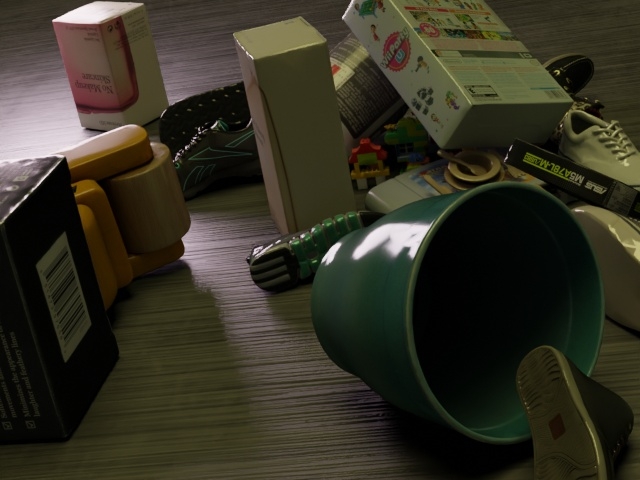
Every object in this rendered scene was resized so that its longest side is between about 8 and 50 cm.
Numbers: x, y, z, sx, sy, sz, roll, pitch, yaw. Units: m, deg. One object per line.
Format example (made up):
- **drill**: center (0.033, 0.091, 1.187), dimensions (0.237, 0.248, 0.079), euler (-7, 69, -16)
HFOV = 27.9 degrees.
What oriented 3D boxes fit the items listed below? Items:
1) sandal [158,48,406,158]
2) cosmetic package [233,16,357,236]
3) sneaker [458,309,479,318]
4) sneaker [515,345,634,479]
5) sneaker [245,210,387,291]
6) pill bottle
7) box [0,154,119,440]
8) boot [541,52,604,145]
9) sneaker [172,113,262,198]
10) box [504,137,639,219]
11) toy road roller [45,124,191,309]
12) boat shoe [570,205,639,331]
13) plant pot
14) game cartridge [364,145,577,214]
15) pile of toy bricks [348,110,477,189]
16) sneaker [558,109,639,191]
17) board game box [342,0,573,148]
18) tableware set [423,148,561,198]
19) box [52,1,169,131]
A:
- **sandal**: center (-0.065, -0.234, 2.288), dimensions (0.445, 0.168, 0.107), euler (-10, 0, 4)
- **cosmetic package**: center (-0.033, -0.155, 1.905), dimensions (0.113, 0.310, 0.160), euler (-16, 25, -9)
- **sneaker**: center (0.249, 0.088, 1.564), dimensions (0.162, 0.063, 0.073), euler (0, 24, 23)
- **sneaker**: center (0.273, 0.211, 1.273), dimensions (0.083, 0.118, 0.222), euler (-41, 37, 33)
- **sneaker**: center (0.000, 0.000, 1.837), dimensions (0.223, 0.083, 0.098), euler (-16, 20, -8)
- **pill bottle**: center (0.044, -0.232, 2.135), dimensions (0.278, 0.162, 0.162), euler (-43, 33, -11)
- **box**: center (-0.495, 0.081, 1.614), dimensions (0.395, 0.294, 0.212), euler (-4, 25, 13)
- **boot**: center (0.416, -0.229, 2.151), dimensions (0.236, 0.085, 0.178), euler (-32, 33, -25)
- **sneaker**: center (-0.198, -0.146, 2.190), dimensions (0.267, 0.106, 0.101), euler (-20, 27, -4)
- **box**: center (0.370, -0.067, 1.723), dimensions (0.190, 0.045, 0.184), euler (20, 5, -43)
- **toy road roller**: center (-0.330, 0.000, 1.830), dimensions (0.329, 0.203, 0.240), euler (-24, 31, -16)
- **boat shoe**: center (0.439, 0.044, 1.532), dimensions (0.158, 0.127, 0.340), euler (-14, 32, -21)
- **plant pot**: center (0.127, 0.073, 1.433), dimensions (0.271, 0.272, 0.255), euler (-27, 15, -31)
- **game cartridge**: center (0.226, -0.073, 1.933), dimensions (0.297, 0.062, 0.198), euler (-19, 30, -16)
- **pile of toy bricks**: center (0.153, -0.159, 2.080), dimensions (0.212, 0.105, 0.118), euler (-6, 25, 10)
- **sneaker**: center (0.428, -0.128, 1.913), dimensions (0.094, 0.091, 0.258), euler (-19, 26, -18)
- **board game box**: center (0.208, -0.276, 1.976), dimensions (0.224, 0.097, 0.303), euler (-4, 49, -39)
- **tableware set**: center (0.249, -0.079, 1.828), dimensions (0.128, 0.039, 0.194), euler (-23, 42, -20)
- **box**: center (-0.416, -0.347, 2.569), dimensions (0.148, 0.232, 0.127), euler (10, 32, 38)
